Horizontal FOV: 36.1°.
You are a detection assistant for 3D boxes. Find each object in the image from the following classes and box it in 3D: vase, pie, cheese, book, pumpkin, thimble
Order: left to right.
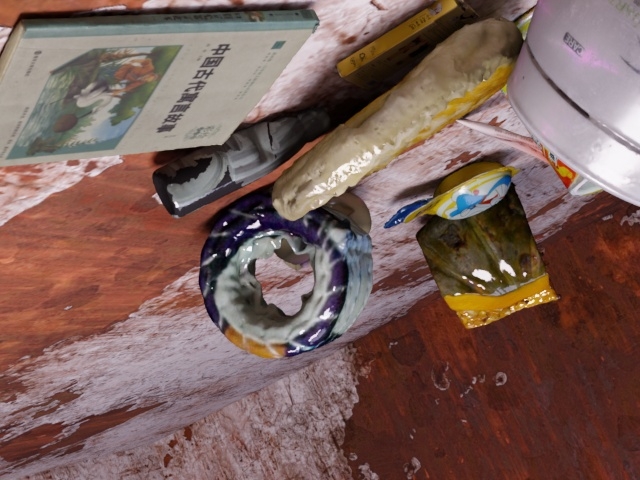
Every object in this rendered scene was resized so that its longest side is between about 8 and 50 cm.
[{"bbox_3d":[-0.160,-0.134,0.864,0.282,0.025,0.215,-12,162,-37],"label":"book"},{"bbox_3d":[-0.080,-0.093,1.085,0.211,0.060,0.060,-27,169,-18],"label":"vase"},{"bbox_3d":[-0.041,0.043,1.352,0.237,0.237,0.150,-28,171,17],"label":"thimble"},{"bbox_3d":[0.000,0.000,1.572,0.163,0.082,0.286,-22,168,-6],"label":"cheese"},{"bbox_3d":[0.083,-0.133,1.088,0.339,0.077,0.339,-32,-179,1],"label":"pie"},{"bbox_3d":[0.232,-0.076,1.708,0.270,0.069,0.177,-19,166,-24],"label":"cheese"},{"bbox_3d":[0.322,0.028,1.894,0.225,0.256,0.303,-23,154,6],"label":"pumpkin"}]

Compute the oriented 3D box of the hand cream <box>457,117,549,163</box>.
[{"bbox_3d":[0.278,-0.134,1.344,0.038,0.216,0.052,-58,150,-14],"label":"hand cream"}]

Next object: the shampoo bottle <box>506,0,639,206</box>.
[{"bbox_3d":[0.335,-0.186,0.930,0.273,0.273,0.266,-10,139,-48],"label":"shampoo bottle"}]

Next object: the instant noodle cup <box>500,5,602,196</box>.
[{"bbox_3d":[0.352,-0.185,1.197,0.264,0.200,0.264,-22,167,-5],"label":"instant noodle cup"}]

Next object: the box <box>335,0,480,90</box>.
[{"bbox_3d":[0.092,-0.208,1.032,0.149,0.020,0.073,-29,166,19],"label":"box"}]
